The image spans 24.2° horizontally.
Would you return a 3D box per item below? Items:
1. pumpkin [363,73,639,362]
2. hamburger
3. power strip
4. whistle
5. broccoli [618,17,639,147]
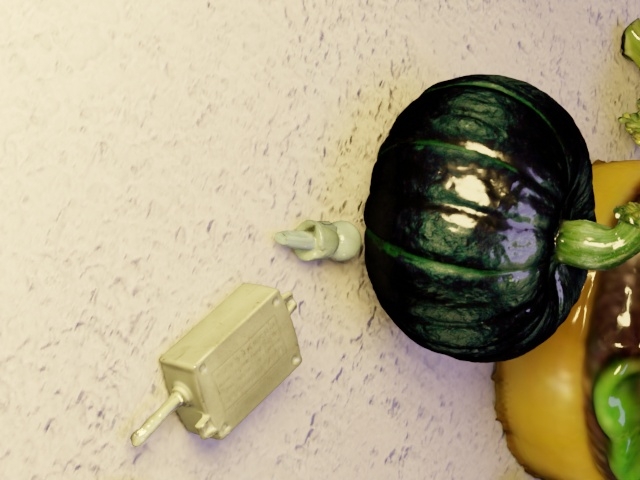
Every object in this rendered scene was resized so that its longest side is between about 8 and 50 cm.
[{"bbox_3d":[0.166,-0.013,1.259,0.248,0.248,0.248,-13,107,-50],"label":"pumpkin"},{"bbox_3d":[0.383,0.116,1.532,0.395,0.277,0.396,-11,104,-49],"label":"hamburger"},{"bbox_3d":[-0.081,0.103,1.134,0.175,0.042,0.075,-41,127,-38],"label":"power strip"},{"bbox_3d":[0.000,0.000,1.223,0.100,0.035,0.035,2,95,-50],"label":"whistle"},{"bbox_3d":[0.382,-0.168,1.606,0.160,0.154,0.167,44,41,5],"label":"broccoli"}]
